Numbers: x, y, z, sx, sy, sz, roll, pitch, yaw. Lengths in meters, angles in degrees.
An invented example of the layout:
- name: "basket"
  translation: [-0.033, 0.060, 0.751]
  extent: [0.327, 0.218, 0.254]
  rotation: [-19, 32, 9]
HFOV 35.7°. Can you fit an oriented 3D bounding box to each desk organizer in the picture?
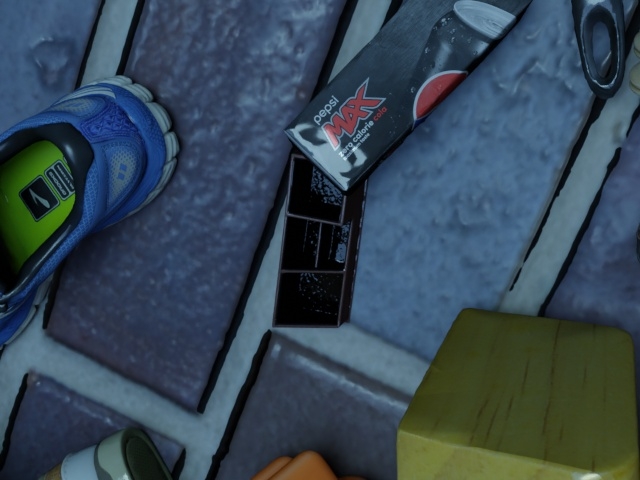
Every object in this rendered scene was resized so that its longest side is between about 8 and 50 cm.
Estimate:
- name: "desk organizer"
  translation: [0.000, 0.000, 0.705]
  extent: [0.047, 0.050, 0.130]
  rotation: [11, 106, 15]

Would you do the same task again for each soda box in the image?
- name: "soda box"
  translation: [0.055, -0.107, 0.632]
  extent: [0.060, 0.053, 0.169]
  rotation: [44, 91, 3]

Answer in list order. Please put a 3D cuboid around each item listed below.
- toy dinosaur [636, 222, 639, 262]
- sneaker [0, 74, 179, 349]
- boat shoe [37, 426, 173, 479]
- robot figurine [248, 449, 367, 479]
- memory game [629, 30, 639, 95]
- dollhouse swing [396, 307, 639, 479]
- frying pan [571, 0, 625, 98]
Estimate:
- name: "toy dinosaur"
  translation: [0.328, -0.069, 0.558]
  extent: [0.295, 0.200, 0.127]
  rotation: [-33, 131, 0]
- name: "sneaker"
  translation: [-0.258, 0.003, 0.737]
  extent: [0.330, 0.147, 0.130]
  rotation: [-42, 88, 22]
- name: "boat shoe"
  translation: [-0.131, 0.304, 0.782]
  extent: [0.103, 0.113, 0.302]
  rotation: [-26, 83, 8]
- name: "robot figurine"
  translation: [0.018, 0.262, 0.722]
  extent: [0.158, 0.128, 0.219]
  rotation: [-33, 90, 19]
- name: "memory game"
  translation: [0.260, -0.106, 0.534]
  extent: [0.186, 0.186, 0.012]
  rotation: [-6, 128, 19]
- name: "dollhouse swing"
  translation: [0.213, 0.240, 0.553]
  extent: [0.304, 0.315, 0.347]
  rotation: [-1, 102, 17]
- name: "frying pan"
  translation: [0.175, -0.273, 0.585]
  extent: [0.197, 0.053, 0.326]
  rotation: [-29, 95, 21]
